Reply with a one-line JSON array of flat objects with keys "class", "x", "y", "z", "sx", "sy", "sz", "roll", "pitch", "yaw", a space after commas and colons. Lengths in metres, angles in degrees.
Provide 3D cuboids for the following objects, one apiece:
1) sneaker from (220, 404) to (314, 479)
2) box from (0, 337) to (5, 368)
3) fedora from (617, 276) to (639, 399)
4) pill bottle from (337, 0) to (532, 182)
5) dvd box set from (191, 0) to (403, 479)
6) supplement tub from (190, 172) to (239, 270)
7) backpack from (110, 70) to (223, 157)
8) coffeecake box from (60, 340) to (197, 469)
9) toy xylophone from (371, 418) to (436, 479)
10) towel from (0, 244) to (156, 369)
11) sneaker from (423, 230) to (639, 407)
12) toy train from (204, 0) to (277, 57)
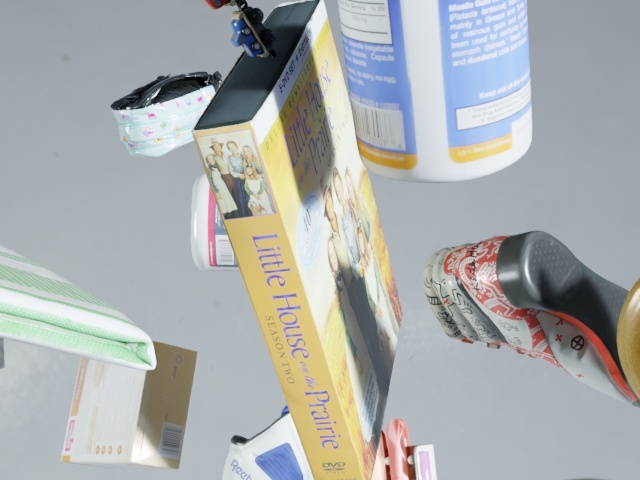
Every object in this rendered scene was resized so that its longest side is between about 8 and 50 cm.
[{"class": "sneaker", "x": -0.010, "y": 0.343, "z": 1.419, "sx": 0.315, "sy": 0.127, "sz": 0.182, "roll": 7, "pitch": 80, "yaw": 12}, {"class": "box", "x": -0.525, "y": 0.102, "z": 1.275, "sx": 0.181, "sy": 0.182, "sz": 0.119, "roll": -13, "pitch": 57, "yaw": -26}, {"class": "fedora", "x": 0.341, "y": 0.079, "z": 0.784, "sx": 0.194, "sy": 0.194, "sz": 0.079, "roll": 30, "pitch": 33, "yaw": 8}, {"class": "pill bottle", "x": 0.090, "y": -0.197, "z": 0.775, "sx": 0.152, "sy": 0.272, "sz": 0.152, "roll": -7, "pitch": 26, "yaw": 3}, {"class": "dvd box set", "x": 0.000, "y": 0.000, "z": 0.993, "sx": 0.062, "sy": 0.420, "sz": 0.307, "roll": -7, "pitch": 30, "yaw": 17}, {"class": "supplement tub", "x": -0.105, "y": -0.034, "z": 1.839, "sx": 0.272, "sy": 0.191, "sz": 0.191, "roll": 1, "pitch": 67, "yaw": -2}, {"class": "backpack", "x": -0.260, "y": -0.215, "z": 1.620, "sx": 0.182, "sy": 0.152, "sz": 0.115, "roll": -35, "pitch": 114, "yaw": -44}, {"class": "coffeecake box", "x": -0.238, "y": 0.206, "z": 1.181, "sx": 0.068, "sy": 0.185, "sz": 0.142, "roll": 20, "pitch": 68, "yaw": -36}, {"class": "toy xylophone", "x": 0.089, "y": 0.442, "z": 1.628, "sx": 0.081, "sy": 0.322, "sz": 0.236, "roll": 6, "pitch": 66, "yaw": -43}, {"class": "towel", "x": -0.300, "y": 0.016, "z": 0.742, "sx": 0.325, "sy": 0.248, "sz": 0.038, "roll": 20, "pitch": 89, "yaw": 41}, {"class": "sneaker", "x": 0.218, "y": 0.081, "z": 0.935, "sx": 0.270, "sy": 0.145, "sz": 0.090, "roll": 36, "pitch": 61, "yaw": -32}, {"class": "toy train", "x": -0.089, "y": -0.220, "z": 0.833, "sx": 0.036, "sy": 0.027, "sz": 0.158, "roll": -40, "pitch": 116, "yaw": -9}]
